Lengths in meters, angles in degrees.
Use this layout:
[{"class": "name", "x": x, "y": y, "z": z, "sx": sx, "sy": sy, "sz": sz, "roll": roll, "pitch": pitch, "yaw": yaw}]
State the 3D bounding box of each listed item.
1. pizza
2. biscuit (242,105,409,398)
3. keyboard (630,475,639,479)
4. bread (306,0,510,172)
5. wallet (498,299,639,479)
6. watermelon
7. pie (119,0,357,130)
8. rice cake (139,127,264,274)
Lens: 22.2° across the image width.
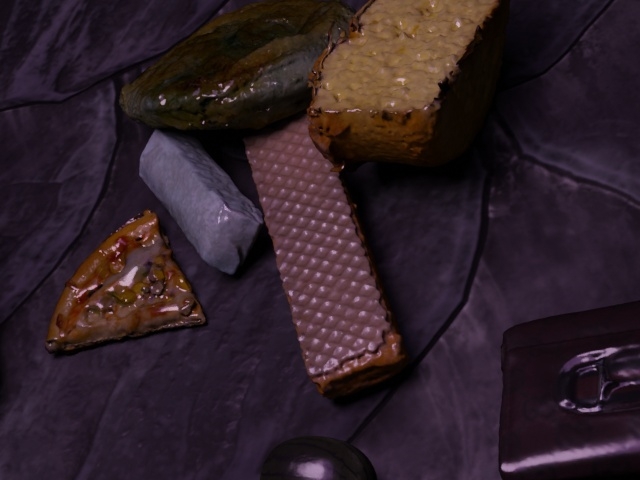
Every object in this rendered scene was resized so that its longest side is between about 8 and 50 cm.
[{"class": "pizza", "x": -0.192, "y": 0.059, "z": 1.649, "sx": 0.184, "sy": 0.036, "sz": 0.176, "roll": -46, "pitch": 46, "yaw": -17}, {"class": "biscuit", "x": 0.000, "y": 0.000, "z": 1.590, "sx": 0.094, "sy": 0.054, "sz": 0.378, "roll": -23, "pitch": 44, "yaw": 6}, {"class": "keyboard", "x": 0.204, "y": 0.256, "z": 1.278, "sx": 0.195, "sy": 0.018, "sz": 0.060, "roll": -40, "pitch": 41, "yaw": -12}, {"class": "bread", "x": 0.092, "y": -0.152, "z": 1.623, "sx": 0.160, "sy": 0.147, "sz": 0.260, "roll": 5, "pitch": 40, "yaw": 21}, {"class": "wallet", "x": 0.257, "y": 0.118, "z": 1.353, "sx": 0.229, "sy": 0.049, "sz": 0.182, "roll": -12, "pitch": 45, "yaw": 20}, {"class": "watermelon", "x": -0.004, "y": 0.205, "z": 1.390, "sx": 0.111, "sy": 0.078, "sz": 0.078, "roll": 3, "pitch": 52, "yaw": 30}, {"class": "pie", "x": -0.088, "y": -0.192, "z": 1.747, "sx": 0.277, "sy": 0.078, "sz": 0.277, "roll": -13, "pitch": 25, "yaw": 6}, {"class": "rice cake", "x": -0.124, "y": -0.048, "z": 1.681, "sx": 0.206, "sy": 0.063, "sz": 0.069, "roll": 52, "pitch": 124, "yaw": 44}]
